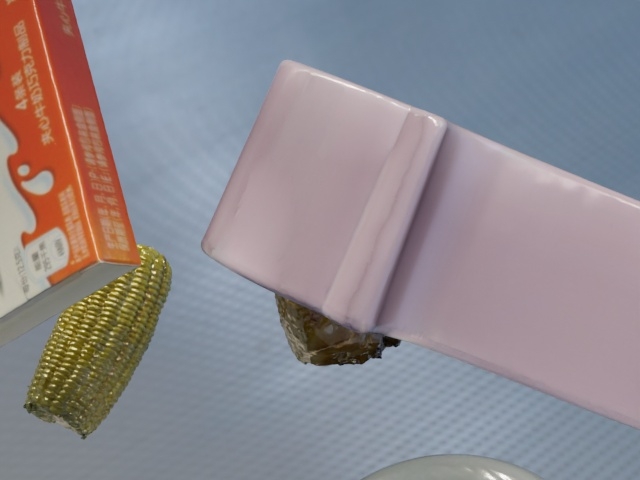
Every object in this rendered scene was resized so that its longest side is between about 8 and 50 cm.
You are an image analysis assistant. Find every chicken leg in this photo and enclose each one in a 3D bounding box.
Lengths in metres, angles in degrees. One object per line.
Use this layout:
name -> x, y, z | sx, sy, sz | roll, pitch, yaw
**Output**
chicken leg -> -0.003, 0.002, 1.058 | 0.087, 0.251, 0.107 | -23, 55, -1

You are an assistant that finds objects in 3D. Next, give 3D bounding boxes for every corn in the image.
corn -> -0.181, 0.077, 1.327 | 0.085, 0.063, 0.165 | 22, 71, 9

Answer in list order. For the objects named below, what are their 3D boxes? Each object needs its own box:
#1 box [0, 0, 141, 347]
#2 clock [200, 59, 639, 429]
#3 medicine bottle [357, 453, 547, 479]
box -> -0.263, -0.051, 1.151 | 0.265, 0.273, 0.048 | -30, -22, 30
clock -> 0.058, -0.004, 0.686 | 0.275, 0.080, 0.290 | 20, 4, -31
medicine bottle -> 0.113, 0.356, 1.327 | 0.245, 0.306, 0.245 | -6, 35, 5
